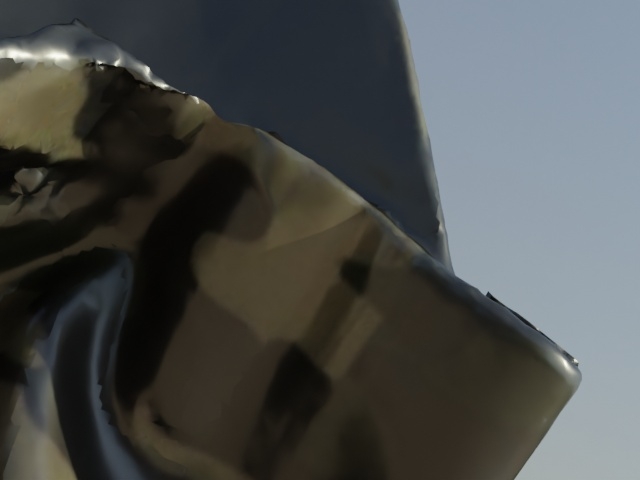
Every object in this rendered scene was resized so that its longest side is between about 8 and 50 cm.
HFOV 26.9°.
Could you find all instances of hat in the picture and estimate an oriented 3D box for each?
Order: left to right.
[{"bbox_3d":[-0.130,-0.027,0.406,0.366,0.257,0.382,18,30,-32],"label":"hat"}]
